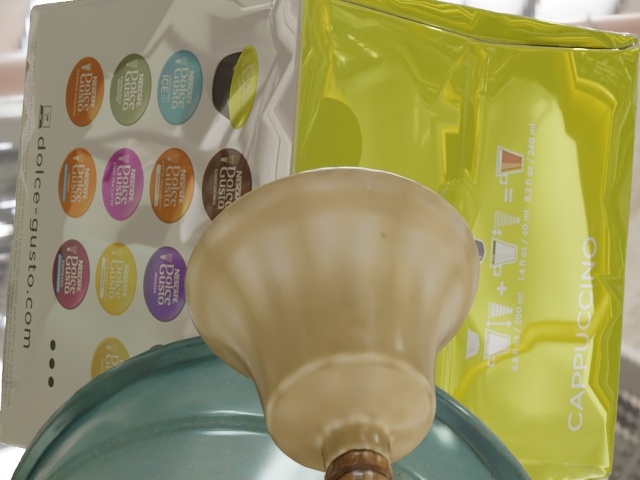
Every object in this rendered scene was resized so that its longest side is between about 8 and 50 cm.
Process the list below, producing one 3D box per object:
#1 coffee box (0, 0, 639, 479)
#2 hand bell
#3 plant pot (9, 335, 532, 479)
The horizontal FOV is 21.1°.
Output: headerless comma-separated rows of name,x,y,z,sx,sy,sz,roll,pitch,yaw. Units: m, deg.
coffee box,0.000,0.000,1.276,0.334,0.338,0.338,4,-89,49
hand bell,0.017,0.096,0.640,0.126,0.126,0.242,-50,-150,30
plant pot,-0.052,0.258,0.834,0.341,0.334,0.341,3,-73,9
